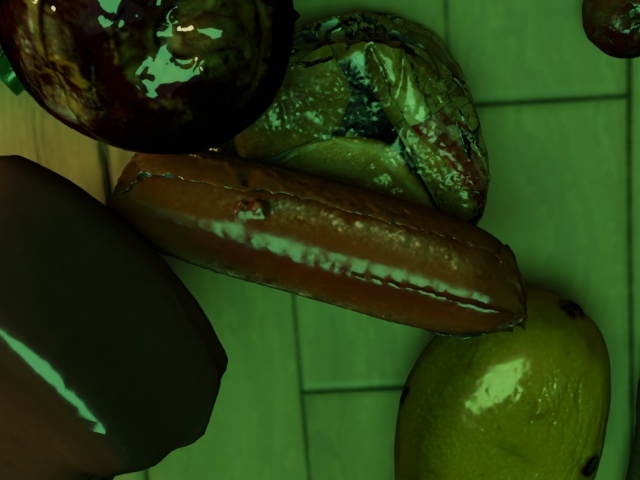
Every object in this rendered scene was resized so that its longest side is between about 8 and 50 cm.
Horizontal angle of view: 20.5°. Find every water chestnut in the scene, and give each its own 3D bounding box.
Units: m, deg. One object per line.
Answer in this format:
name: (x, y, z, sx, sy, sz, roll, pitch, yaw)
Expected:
water chestnut: (-0.129, -0.177, 1.292, 0.223, 0.238, 0.224, -5, 120, -8)

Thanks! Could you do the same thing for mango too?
mango: (0.143, 0.174, 1.485, 0.177, 0.120, 0.295, 14, 113, -11)

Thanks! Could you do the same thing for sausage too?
sausage: (0.000, 0.000, 1.329, 0.330, 0.102, 0.102, 16, 112, 7)

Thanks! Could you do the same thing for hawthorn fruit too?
hawthorn fruit: (0.236, -0.172, 1.367, 0.077, 0.077, 0.077, 1, 112, 2)

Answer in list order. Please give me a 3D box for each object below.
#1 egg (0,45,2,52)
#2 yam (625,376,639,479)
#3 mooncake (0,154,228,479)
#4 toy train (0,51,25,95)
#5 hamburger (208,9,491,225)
egg: (-0.330, -0.173, 1.352, 0.192, 0.149, 0.149, -9, 111, -1)
yam: (0.292, 0.165, 1.507, 0.056, 0.057, 0.241, 6, 111, 0)
mooncake: (-0.220, 0.085, 1.369, 0.333, 0.174, 0.326, 20, 141, 22)
toy train: (-0.218, -0.152, 1.404, 0.093, 0.056, 0.038, -37, 101, 13)
hamburger: (0.023, -0.068, 1.403, 0.230, 0.107, 0.231, 2, 116, 4)
